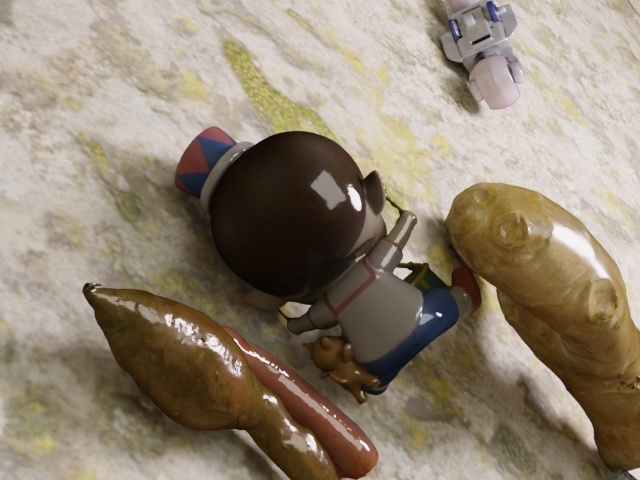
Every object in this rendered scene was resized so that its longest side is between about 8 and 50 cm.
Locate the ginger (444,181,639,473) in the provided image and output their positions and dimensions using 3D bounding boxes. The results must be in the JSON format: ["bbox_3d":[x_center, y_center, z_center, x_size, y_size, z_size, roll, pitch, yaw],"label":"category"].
[{"bbox_3d":[0.252,0.083,0.981,0.348,0.122,0.363,47,-6,5],"label":"ginger"}]

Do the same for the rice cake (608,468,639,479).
[{"bbox_3d":[0.380,0.303,1.085,0.208,0.033,0.033,34,25,-17],"label":"rice cake"}]

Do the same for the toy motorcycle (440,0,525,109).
[{"bbox_3d":[0.232,-0.273,1.435,0.112,0.112,0.254,22,42,-32],"label":"toy motorcycle"}]

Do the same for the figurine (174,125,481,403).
[{"bbox_3d":[-0.001,0.001,0.882,0.275,0.161,0.158,48,9,-2],"label":"figurine"}]

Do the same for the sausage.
[{"bbox_3d":[-0.025,0.128,0.816,0.177,0.040,0.047,42,20,-9],"label":"sausage"}]

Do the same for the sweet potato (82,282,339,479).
[{"bbox_3d":[-0.077,0.110,0.757,0.269,0.075,0.074,44,34,-23],"label":"sweet potato"}]
